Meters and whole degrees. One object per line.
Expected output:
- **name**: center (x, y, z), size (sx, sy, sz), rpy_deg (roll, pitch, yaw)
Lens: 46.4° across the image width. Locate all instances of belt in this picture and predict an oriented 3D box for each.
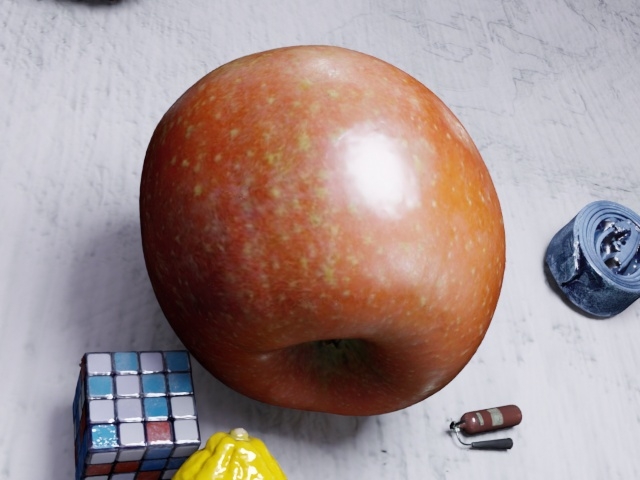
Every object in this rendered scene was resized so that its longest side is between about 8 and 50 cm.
- **belt**: center (0.395, 0.026, 1.042), size (0.141, 0.082, 0.190), rpy_deg (41, 45, 9)

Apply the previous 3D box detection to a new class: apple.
- **apple**: center (0.000, 0.000, 0.694), size (0.348, 0.348, 0.277), rpy_deg (12, 53, -16)

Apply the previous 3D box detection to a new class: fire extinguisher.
- **fire extinguisher**: center (0.179, 0.209, 0.816), size (0.100, 0.032, 0.046), rpy_deg (-3, 86, -28)

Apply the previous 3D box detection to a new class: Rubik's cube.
- **Rubik's cube**: center (-0.162, 0.157, 0.647), size (0.092, 0.092, 0.092), rpy_deg (2, 49, -24)

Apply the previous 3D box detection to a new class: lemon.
- **lemon**: center (-0.074, 0.227, 0.596), size (0.114, 0.114, 0.155), rpy_deg (1, 93, -25)
